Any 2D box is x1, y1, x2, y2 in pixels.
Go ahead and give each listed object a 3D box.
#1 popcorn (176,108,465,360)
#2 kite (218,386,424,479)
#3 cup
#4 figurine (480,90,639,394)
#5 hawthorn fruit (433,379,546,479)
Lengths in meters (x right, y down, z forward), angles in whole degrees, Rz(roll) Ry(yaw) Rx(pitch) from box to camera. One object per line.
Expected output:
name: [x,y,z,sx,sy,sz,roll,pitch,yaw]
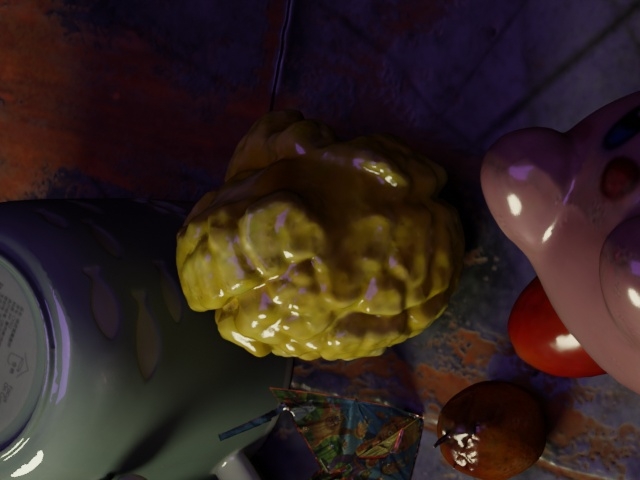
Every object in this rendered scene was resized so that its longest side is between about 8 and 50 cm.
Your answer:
popcorn: [0.000,0.000,1.586,0.226,0.203,0.200,-37,108,1]
kite: [0.016,0.185,1.621,0.160,0.010,0.183,-31,105,-8]
cup: [-0.178,0.130,1.640,0.259,0.274,0.356,-45,66,25]
figurine: [0.259,0.008,1.407,0.211,0.261,0.270,-36,45,-13]
hawthorn fruit: [0.128,0.149,1.545,0.081,0.093,0.081,0,91,34]
